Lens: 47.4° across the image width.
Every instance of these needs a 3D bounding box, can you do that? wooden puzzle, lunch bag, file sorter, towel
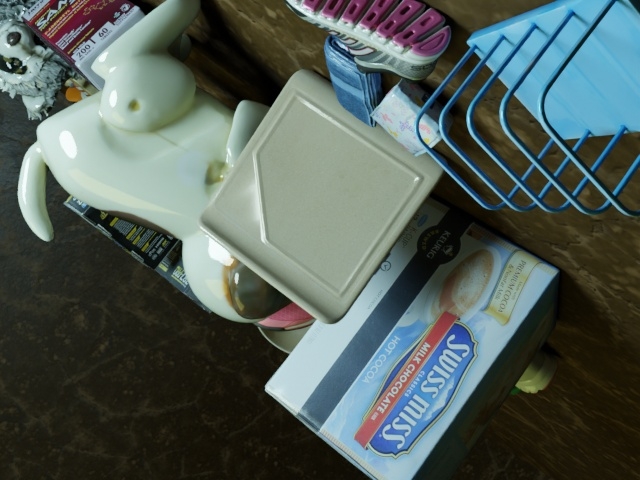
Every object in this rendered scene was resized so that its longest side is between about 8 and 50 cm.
[{"bbox_3d":[-0.001,-0.055,0.874,0.221,0.239,0.044,36,-178,14],"label":"wooden puzzle"},{"bbox_3d":[0.095,-0.126,0.740,0.071,0.053,0.083,41,180,-3],"label":"lunch bag"},{"bbox_3d":[0.163,-0.086,0.516,0.118,0.104,0.170,41,170,-17],"label":"file sorter"},{"bbox_3d":[0.037,-0.174,0.801,0.067,0.029,0.119,36,171,19],"label":"towel"}]

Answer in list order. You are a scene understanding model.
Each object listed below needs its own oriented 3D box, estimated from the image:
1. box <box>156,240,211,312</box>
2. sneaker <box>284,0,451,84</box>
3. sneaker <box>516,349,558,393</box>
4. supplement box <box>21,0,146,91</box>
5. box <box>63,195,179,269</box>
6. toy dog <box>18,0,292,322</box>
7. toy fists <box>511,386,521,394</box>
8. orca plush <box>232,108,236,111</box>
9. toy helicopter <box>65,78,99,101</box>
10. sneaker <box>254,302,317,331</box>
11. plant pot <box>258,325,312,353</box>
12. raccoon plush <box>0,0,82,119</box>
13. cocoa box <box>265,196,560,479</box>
[{"bbox_3d":[-0.267,-0.024,1.770,0.097,0.318,0.395,44,168,-29],"label":"box"},{"bbox_3d":[0.034,-0.187,0.640,0.170,0.063,0.075,31,163,16],"label":"sneaker"},{"bbox_3d":[0.296,0.178,1.306,0.252,0.103,0.111,13,153,50],"label":"sneaker"},{"bbox_3d":[-0.367,-0.339,1.163,0.239,0.130,0.073,38,171,39],"label":"supplement box"},{"bbox_3d":[-0.345,-0.128,1.559,0.079,0.322,0.257,29,168,36],"label":"box"},{"bbox_3d":[-0.165,-0.070,1.013,0.408,0.395,0.284,48,160,-7],"label":"toy dog"},{"bbox_3d":[0.292,0.226,1.504,0.279,0.096,0.142,34,175,-6],"label":"toy fists"},{"bbox_3d":[-0.146,-0.143,1.257,0.287,0.151,0.102,14,133,-13],"label":"orca plush"},{"bbox_3d":[-0.558,-0.364,1.826,0.355,0.140,0.235,36,173,0],"label":"toy helicopter"},{"bbox_3d":[0.024,0.040,1.157,0.136,0.313,0.116,95,151,-67],"label":"sneaker"},{"bbox_3d":[-0.005,0.107,1.695,0.284,0.284,0.191,42,-155,-22],"label":"plant pot"},{"bbox_3d":[-0.547,-0.411,1.431,0.299,0.216,0.446,45,-162,-11],"label":"raccoon plush"},{"bbox_3d":[0.140,0.158,1.007,0.228,0.347,0.231,33,168,27],"label":"cocoa box"}]
